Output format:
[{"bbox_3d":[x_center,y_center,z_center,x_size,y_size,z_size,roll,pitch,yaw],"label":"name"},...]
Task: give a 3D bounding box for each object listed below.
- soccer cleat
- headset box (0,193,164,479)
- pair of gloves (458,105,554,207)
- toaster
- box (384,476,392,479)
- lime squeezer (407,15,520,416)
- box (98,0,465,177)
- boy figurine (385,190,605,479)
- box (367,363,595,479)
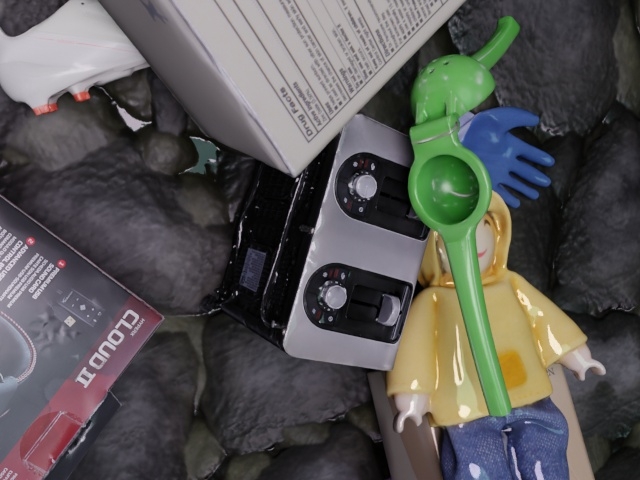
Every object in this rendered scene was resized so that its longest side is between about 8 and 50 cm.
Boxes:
[{"bbox_3d":[-0.139,-0.156,0.496,0.196,0.068,0.076,-24,106,-12],"label":"soccer cleat"},{"bbox_3d":[-0.268,0.066,0.450,0.293,0.110,0.218,41,73,-24],"label":"headset box"},{"bbox_3d":[0.135,-0.045,0.648,0.159,0.023,0.198,27,92,-26],"label":"pair of gloves"},{"bbox_3d":[0.000,0.000,0.531,0.110,0.185,0.168,17,88,-26],"label":"toaster"},{"bbox_3d":[0.038,0.360,0.680,0.293,0.057,0.201,-18,107,-16],"label":"box"},{"bbox_3d":[0.094,-0.049,0.457,0.110,0.058,0.310,45,47,-55],"label":"lime squeezer"},{"bbox_3d":[-0.007,-0.182,0.437,0.232,0.127,0.149,-46,131,-12],"label":"box"},{"bbox_3d":[0.134,0.089,0.524,0.177,0.092,0.285,-5,78,-13],"label":"boy figurine"},{"bbox_3d":[0.156,0.249,0.598,0.148,0.121,0.311,-10,78,-18],"label":"box"}]
